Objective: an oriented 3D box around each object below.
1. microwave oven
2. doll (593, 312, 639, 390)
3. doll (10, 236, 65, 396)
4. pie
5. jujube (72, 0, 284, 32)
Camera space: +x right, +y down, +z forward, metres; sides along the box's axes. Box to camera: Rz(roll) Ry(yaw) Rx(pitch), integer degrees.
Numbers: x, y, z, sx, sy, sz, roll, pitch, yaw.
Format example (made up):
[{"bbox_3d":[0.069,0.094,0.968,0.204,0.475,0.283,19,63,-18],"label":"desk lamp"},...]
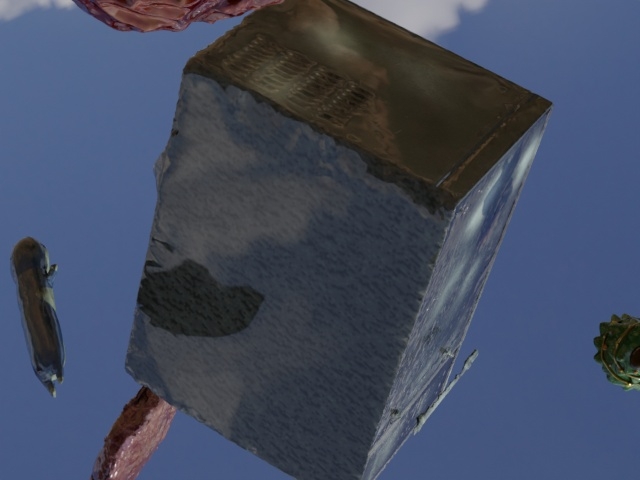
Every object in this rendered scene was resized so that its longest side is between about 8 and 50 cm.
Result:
[{"bbox_3d":[0.000,0.000,1.646,0.374,0.432,0.236,29,-140,17],"label":"microwave oven"},{"bbox_3d":[0.313,0.095,1.514,0.078,0.077,0.113,-40,171,-23],"label":"doll"},{"bbox_3d":[-0.193,0.050,1.076,0.027,0.037,0.125,2,-127,-31],"label":"doll"},{"bbox_3d":[-0.238,0.256,2.029,0.049,0.182,0.182,31,-131,7],"label":"pie"},{"bbox_3d":[-0.042,-0.198,0.819,0.230,0.155,0.155,-21,-151,27],"label":"jujube"}]
